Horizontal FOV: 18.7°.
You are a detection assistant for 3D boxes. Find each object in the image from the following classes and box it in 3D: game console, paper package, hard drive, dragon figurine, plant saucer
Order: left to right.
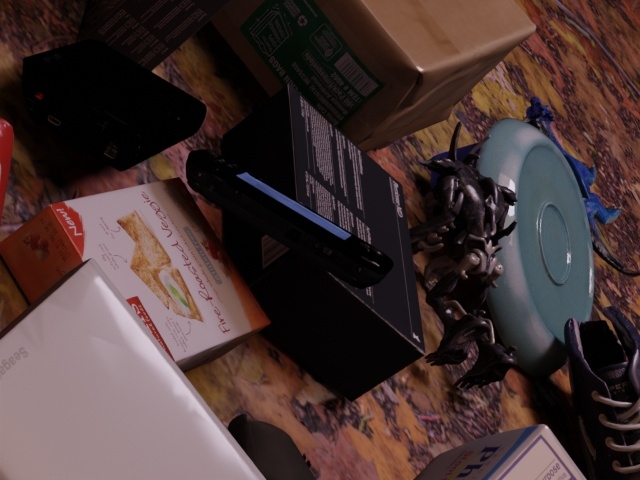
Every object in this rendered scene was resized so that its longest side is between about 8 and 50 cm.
[{"bbox_3d":[-0.134,0.186,1.402,0.307,0.040,0.203,53,41,-8],"label":"hard drive"},{"bbox_3d":[-0.092,-0.067,1.711,0.361,0.044,0.213,31,16,4],"label":"game console"},{"bbox_3d":[0.028,-0.276,2.123,0.325,0.168,0.309,52,34,9],"label":"paper package"},{"bbox_3d":[0.267,0.005,2.340,0.317,0.043,0.318,28,58,-58],"label":"plant saucer"},{"bbox_3d":[0.340,-0.063,2.675,0.144,0.085,0.289,28,35,-48],"label":"dragon figurine"}]

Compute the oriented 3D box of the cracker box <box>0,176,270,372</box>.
[{"bbox_3d":[-0.149,0.037,1.603,0.156,0.067,0.232,58,23,6],"label":"cracker box"}]

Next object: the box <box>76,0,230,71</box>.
[{"bbox_3d":[-0.095,-0.316,1.869,0.076,0.307,0.242,40,27,-23],"label":"box"}]

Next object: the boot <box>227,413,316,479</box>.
[{"bbox_3d":[0.002,0.234,1.638,0.198,0.077,0.137,42,21,-31],"label":"boot"}]

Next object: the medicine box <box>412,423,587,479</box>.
[{"bbox_3d":[0.141,0.341,1.521,0.263,0.149,0.289,-41,97,-34],"label":"medicine box"}]

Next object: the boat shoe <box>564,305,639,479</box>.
[{"bbox_3d":[0.353,0.227,2.213,0.340,0.127,0.158,-110,180,-49],"label":"boat shoe"}]

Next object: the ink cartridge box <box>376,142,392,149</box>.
[{"bbox_3d":[0.005,-0.238,2.293,0.189,0.066,0.232,30,38,-46],"label":"ink cartridge box"}]

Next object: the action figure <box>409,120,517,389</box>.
[{"bbox_3d":[0.140,0.014,2.119,0.164,0.141,0.276,27,52,-45],"label":"action figure"}]

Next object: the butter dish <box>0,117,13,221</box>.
[{"bbox_3d":[-0.301,-0.015,1.327,0.160,0.118,0.160,-1,102,-61],"label":"butter dish"}]

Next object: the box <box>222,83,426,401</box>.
[{"bbox_3d":[0.000,0.000,1.901,0.184,0.103,0.261,38,28,-29],"label":"box"}]

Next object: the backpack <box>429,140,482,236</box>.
[{"bbox_3d":[0.195,-0.054,2.371,0.120,0.098,0.101,37,49,-55],"label":"backpack"}]
